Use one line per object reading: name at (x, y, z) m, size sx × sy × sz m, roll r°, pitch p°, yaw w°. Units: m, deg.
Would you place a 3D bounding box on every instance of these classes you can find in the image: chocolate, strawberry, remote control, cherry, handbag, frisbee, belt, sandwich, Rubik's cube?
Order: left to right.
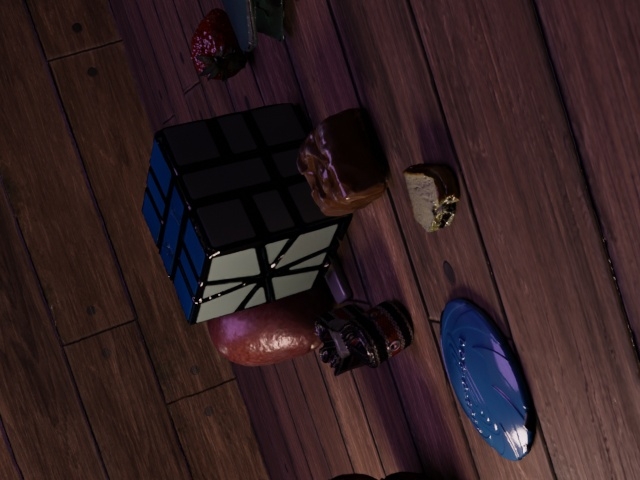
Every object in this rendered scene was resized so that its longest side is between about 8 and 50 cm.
strawberry at (-0.212, -0.404, 2.037) m, size 0.148 × 0.131 × 0.131 m, roll 56°, pitch 161°, yaw 22°
Rubik's cube at (-0.147, -0.052, 1.859) m, size 0.283 × 0.293 × 0.288 m, roll 61°, pitch 151°, yaw 23°
handbag at (-0.134, -0.497, 1.701) m, size 0.269 × 0.100 × 0.274 m, roll 88°, pitch 158°, yaw -58°
cherry at (-0.101, 0.152, 2.091) m, size 0.307 × 0.261 × 0.221 m, roll 9°, pitch 119°, yaw 54°
remote control at (0.000, 0.000, 1.979) m, size 0.261 × 0.029 × 0.067 m, roll 66°, pitch 160°, yaw 10°
chocolate at (0.027, -0.118, 1.601) m, size 0.214 × 0.093 × 0.148 m, roll 142°, pitch 109°, yaw -75°
belt at (0.071, 0.172, 1.811) m, size 0.359 × 0.094 × 0.126 m, roll 144°, pitch 107°, yaw -74°
sandwich at (0.152, -0.058, 1.339) m, size 0.105 × 0.035 × 0.093 m, roll -175°, pitch 67°, yaw -72°
frisbee at (0.221, 0.200, 1.412) m, size 0.242 × 0.045 × 0.242 m, roll 162°, pitch 90°, yaw -74°

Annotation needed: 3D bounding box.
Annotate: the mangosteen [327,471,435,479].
mangosteen at (0.107, 0.605, 1.788) m, size 0.381 × 0.421 × 0.381 m, roll 40°, pitch -163°, yaw -15°
